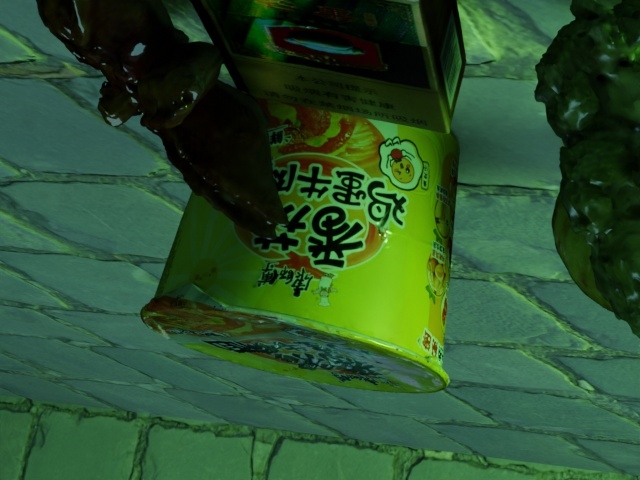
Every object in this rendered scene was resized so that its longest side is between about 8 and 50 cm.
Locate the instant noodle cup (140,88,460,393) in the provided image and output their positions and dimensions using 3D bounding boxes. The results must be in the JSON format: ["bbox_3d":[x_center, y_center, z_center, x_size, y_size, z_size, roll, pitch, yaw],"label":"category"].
[{"bbox_3d":[0.000,0.000,1.470,0.264,0.200,0.264,13,166,3],"label":"instant noodle cup"}]

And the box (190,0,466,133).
[{"bbox_3d":[0.008,-0.149,1.167,0.159,0.071,0.240,13,167,13],"label":"box"}]

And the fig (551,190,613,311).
[{"bbox_3d":[0.227,-0.047,1.331,0.149,0.149,0.245,5,144,29],"label":"fig"}]

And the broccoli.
[{"bbox_3d":[0.245,-0.076,1.064,0.186,0.302,0.254,-13,-171,-25],"label":"broccoli"}]

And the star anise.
[{"bbox_3d":[-0.110,-0.106,1.225,0.288,0.088,0.288,45,176,4],"label":"star anise"}]
